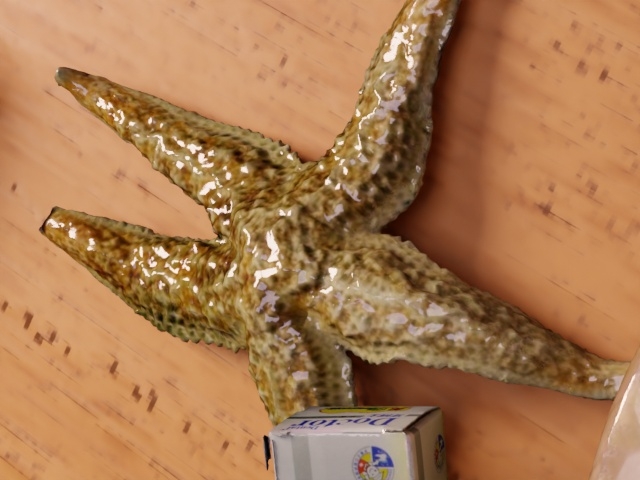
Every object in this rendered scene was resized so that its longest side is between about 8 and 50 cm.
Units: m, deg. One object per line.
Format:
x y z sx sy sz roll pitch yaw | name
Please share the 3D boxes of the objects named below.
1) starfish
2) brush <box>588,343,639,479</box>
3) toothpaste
-0.001 0.000 0.566 0.223 0.050 0.216 19 91 24 | starfish
0.113 0.133 0.423 0.174 0.166 0.266 -24 74 27 | brush
0.017 0.130 0.533 0.046 0.034 0.164 -2 98 23 | toothpaste
